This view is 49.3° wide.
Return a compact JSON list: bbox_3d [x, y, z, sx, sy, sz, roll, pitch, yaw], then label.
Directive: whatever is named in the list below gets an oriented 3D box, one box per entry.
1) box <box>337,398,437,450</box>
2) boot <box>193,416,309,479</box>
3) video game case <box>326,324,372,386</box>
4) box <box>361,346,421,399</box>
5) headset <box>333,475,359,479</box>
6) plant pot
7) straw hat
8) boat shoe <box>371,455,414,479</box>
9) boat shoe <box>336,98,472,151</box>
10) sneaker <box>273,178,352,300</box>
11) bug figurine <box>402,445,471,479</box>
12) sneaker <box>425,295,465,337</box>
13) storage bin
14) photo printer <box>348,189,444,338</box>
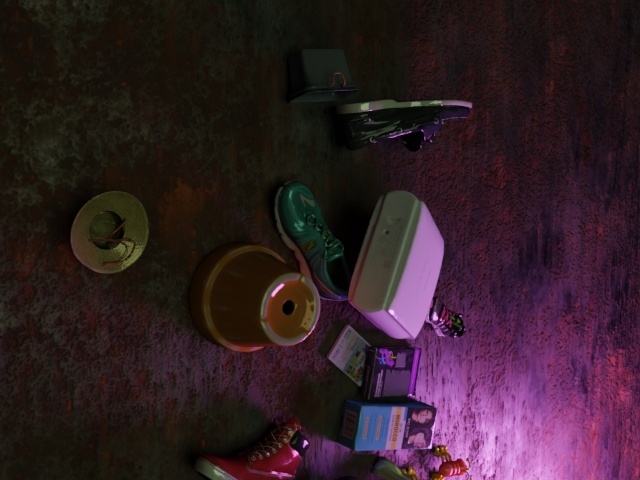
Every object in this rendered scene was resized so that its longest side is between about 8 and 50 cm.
[{"bbox_3d":[0.156,0.418,1.577,0.244,0.060,0.101,11,87,-38],"label":"box"},{"bbox_3d":[-0.124,0.407,1.348,0.244,0.088,0.176,39,70,-42],"label":"boot"},{"bbox_3d":[0.072,0.253,1.529,0.122,0.011,0.087,46,67,-31],"label":"video game case"},{"bbox_3d":[0.163,0.299,1.584,0.162,0.029,0.116,10,90,-44],"label":"box"},{"bbox_3d":[-0.003,0.622,1.372,0.394,0.185,0.244,-3,112,-51],"label":"headset"},{"bbox_3d":[-0.105,0.111,1.267,0.205,0.187,0.205,-4,97,-38],"label":"plant pot"},{"bbox_3d":[-0.356,-0.021,1.141,0.144,0.061,0.145,-22,124,-37],"label":"straw hat"},{"bbox_3d":[0.187,0.557,1.586,0.153,0.056,0.048,40,75,2],"label":"boat shoe"},{"bbox_3d":[0.188,-0.246,1.501,0.339,0.127,0.113,-10,101,-35],"label":"boat shoe"},{"bbox_3d":[0.000,0.000,1.388,0.107,0.110,0.275,-39,115,-28],"label":"sneaker"},{"bbox_3d":[0.275,0.651,1.684,0.216,0.072,0.279,2,93,-38],"label":"bug figurine"},{"bbox_3d":[0.295,0.181,1.628,0.170,0.074,0.063,53,53,-50],"label":"sneaker"},{"bbox_3d":[0.002,-0.329,1.376,0.135,0.098,0.091,-13,92,-36],"label":"storage bin"},{"bbox_3d":[0.172,0.067,1.467,0.307,0.107,0.256,47,59,-62],"label":"photo printer"}]
